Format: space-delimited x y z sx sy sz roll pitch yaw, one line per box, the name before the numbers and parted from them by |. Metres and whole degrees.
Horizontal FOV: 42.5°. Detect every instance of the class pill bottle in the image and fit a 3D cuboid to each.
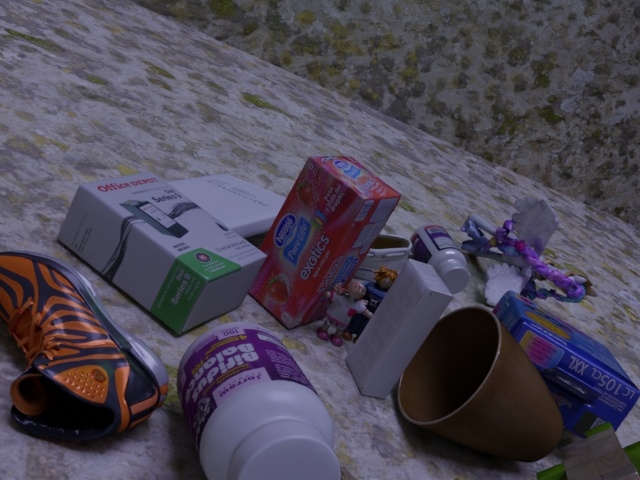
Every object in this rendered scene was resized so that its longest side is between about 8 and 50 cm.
pill bottle | -0.081 0.231 1.051 0.169 0.169 0.301 20 9 -23
pill bottle | 0.304 0.049 2.077 0.108 0.108 0.193 19 25 -26

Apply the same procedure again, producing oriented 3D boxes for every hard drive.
hard drive | -0.214 -0.072 1.723 0.233 0.047 0.353 23 18 21

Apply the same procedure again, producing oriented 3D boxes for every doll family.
doll family | 0.124 0.139 1.588 0.262 0.163 0.118 26 22 -9

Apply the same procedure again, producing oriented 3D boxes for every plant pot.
plant pot | 0.308 0.285 1.468 0.254 0.237 0.237 39 18 -21

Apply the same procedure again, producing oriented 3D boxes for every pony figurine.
pony figurine | 0.544 0.040 2.239 0.351 0.303 0.363 24 6 -35

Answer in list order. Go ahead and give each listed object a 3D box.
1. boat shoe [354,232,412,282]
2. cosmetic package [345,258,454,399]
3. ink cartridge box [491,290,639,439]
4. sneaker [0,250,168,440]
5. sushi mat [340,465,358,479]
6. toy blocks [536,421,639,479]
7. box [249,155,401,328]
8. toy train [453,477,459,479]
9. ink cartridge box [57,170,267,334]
boat shoe | 0.068 -0.003 1.835 0.367 0.157 0.136 14 27 -35
cosmetic package | 0.137 0.159 1.461 0.060 0.239 0.099 18 25 -27
ink cartridge box | 0.480 0.262 1.694 0.270 0.151 0.395 31 12 2
sneaker | -0.357 0.132 1.068 0.321 0.125 0.180 35 22 12
sushi mat | 0.088 0.358 1.039 0.151 0.019 0.316 43 -9 2
toy blocks | 0.482 0.459 1.276 0.261 0.190 0.381 65 12 5
box | 0.000 0.000 1.553 0.142 0.300 0.154 40 25 23
toy train | 0.259 0.415 1.279 0.143 0.105 0.248 20 12 23
ink cartridge box | -0.274 0.011 1.432 0.289 0.122 0.211 35 22 14
